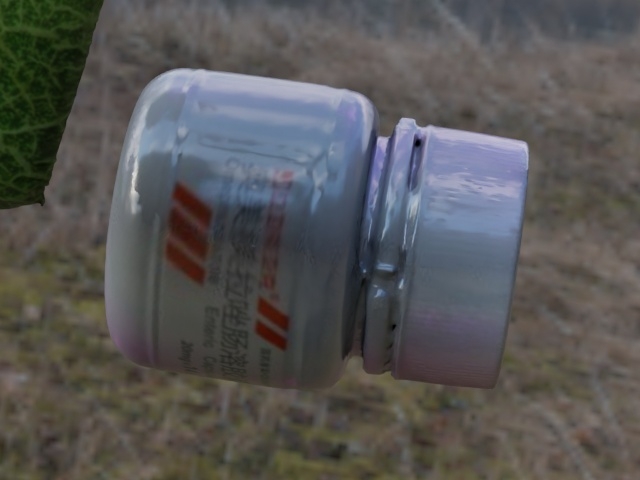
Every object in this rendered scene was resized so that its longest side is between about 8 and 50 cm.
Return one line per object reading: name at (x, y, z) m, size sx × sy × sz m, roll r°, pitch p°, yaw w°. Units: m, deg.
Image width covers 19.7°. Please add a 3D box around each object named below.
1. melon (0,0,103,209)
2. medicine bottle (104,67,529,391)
melon at (-0.295, -0.225, 1.211) m, size 0.343 × 0.331 × 0.226 m, roll 15°, pitch 15°, yaw -6°
medicine bottle at (0.000, 0.000, 1.531) m, size 0.324 × 0.256 × 0.256 m, roll 9°, pitch 11°, yaw 3°
